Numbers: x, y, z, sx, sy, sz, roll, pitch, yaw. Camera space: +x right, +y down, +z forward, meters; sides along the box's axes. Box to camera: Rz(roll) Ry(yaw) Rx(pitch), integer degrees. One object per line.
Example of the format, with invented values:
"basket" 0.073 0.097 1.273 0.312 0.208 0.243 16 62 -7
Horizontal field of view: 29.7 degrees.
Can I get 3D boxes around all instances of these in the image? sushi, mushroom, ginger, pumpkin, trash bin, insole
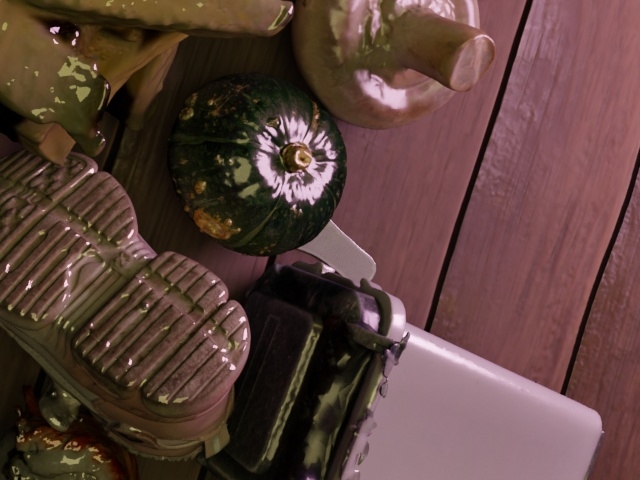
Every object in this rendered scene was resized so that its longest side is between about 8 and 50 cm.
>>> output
"sushi" -0.236 0.299 1.190 0.130 0.124 0.332 -8 104 -10
"mushroom" 0.084 -0.204 1.212 0.207 0.215 0.207 -15 118 -29
"ginger" -0.149 -0.217 1.003 0.358 0.211 0.413 -34 148 -41
"pumpkin" -0.063 -0.076 1.207 0.190 0.146 0.190 2 82 -19
"trash bin" 0.095 0.195 1.229 0.368 0.296 0.255 23 86 -27
"insole" 0.000 0.000 1.315 0.153 0.002 0.053 39 81 -19

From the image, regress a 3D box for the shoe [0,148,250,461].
"shoe" -0.217 0.074 1.131 0.172 0.198 0.351 -37 62 -25
